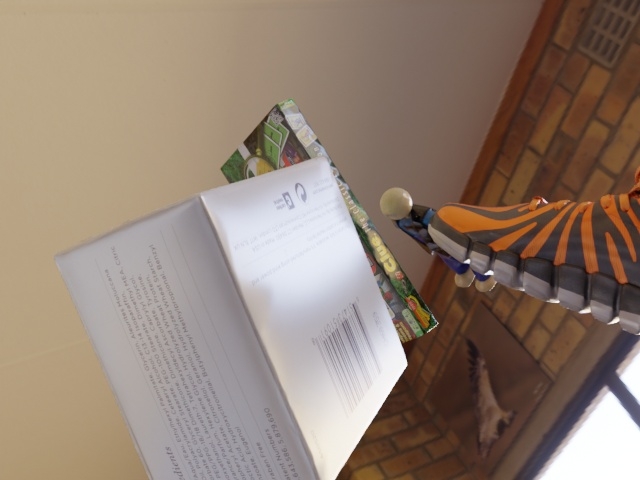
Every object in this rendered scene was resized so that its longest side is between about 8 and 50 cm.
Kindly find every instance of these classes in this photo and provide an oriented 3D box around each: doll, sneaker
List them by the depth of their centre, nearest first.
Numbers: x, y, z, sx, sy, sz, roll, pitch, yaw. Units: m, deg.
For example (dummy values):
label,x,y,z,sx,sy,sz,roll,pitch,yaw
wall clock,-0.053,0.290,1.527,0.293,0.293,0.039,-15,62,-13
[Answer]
label,x,y,z,sx,sy,sz,roll,pitch,yaw
sneaker,0.262,-0.023,0.584,0.124,0.321,0.180,4,-75,-56
doll,0.142,-0.005,0.771,0.189,0.129,0.046,38,-105,-29

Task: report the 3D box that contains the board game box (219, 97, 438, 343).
label,x,y,z,sx,sy,sz,roll,pitch,yaw
board game box,0.000,0.000,0.655,0.030,0.260,0.136,-31,-4,-38

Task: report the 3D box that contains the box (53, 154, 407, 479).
label,x,y,z,sx,sy,sz,roll,pitch,yaw
box,-0.045,0.053,0.434,0.119,0.182,0.181,-20,5,26
